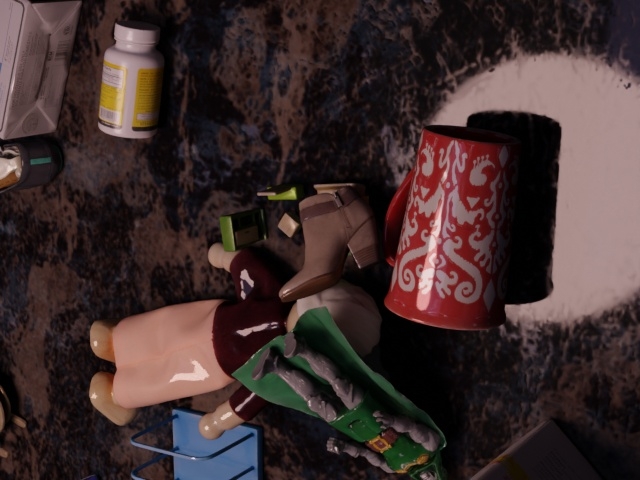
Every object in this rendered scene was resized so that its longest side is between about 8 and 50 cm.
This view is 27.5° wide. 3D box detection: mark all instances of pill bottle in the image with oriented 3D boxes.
[{"bbox_3d":[-0.200,-0.172,1.392,0.065,0.065,0.116,20,112,28],"label":"pill bottle"}]

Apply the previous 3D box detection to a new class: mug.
[{"bbox_3d":[0.110,-0.019,1.202,0.150,0.113,0.169,15,106,28],"label":"mug"}]

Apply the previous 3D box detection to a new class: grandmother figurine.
[{"bbox_3d":[-0.090,0.101,1.369,0.342,0.104,0.207,-12,81,32],"label":"grandmother figurine"}]

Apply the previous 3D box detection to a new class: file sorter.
[{"bbox_3d":[-0.140,0.289,1.440,0.118,0.104,0.170,8,106,32],"label":"file sorter"}]

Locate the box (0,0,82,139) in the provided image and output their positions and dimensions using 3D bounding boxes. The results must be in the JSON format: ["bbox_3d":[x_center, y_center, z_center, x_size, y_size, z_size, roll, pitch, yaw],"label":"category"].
[{"bbox_3d":[-0.422,-0.248,1.504,0.290,0.087,0.169,29,115,25],"label":"box"}]

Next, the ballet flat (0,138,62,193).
[{"bbox_3d":[-0.395,-0.081,1.539,0.203,0.074,0.074,-10,96,35],"label":"ballet flat"}]

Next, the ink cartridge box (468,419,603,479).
[{"bbox_3d":[0.154,0.325,1.157,0.197,0.270,0.198,49,122,12],"label":"ink cartridge box"}]

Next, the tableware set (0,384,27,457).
[{"bbox_3d":[-0.456,0.188,1.663,0.194,0.039,0.128,14,121,36],"label":"tableware set"}]

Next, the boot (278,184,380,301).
[{"bbox_3d":[0.000,0.000,1.264,0.042,0.118,0.087,102,145,-70],"label":"boot"}]

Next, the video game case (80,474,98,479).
[{"bbox_3d":[-0.291,0.460,1.605,0.244,0.061,0.269,-39,80,35],"label":"video game case"}]

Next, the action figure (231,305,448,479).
[{"bbox_3d":[0.041,0.171,1.269,0.232,0.063,0.137,38,129,-20],"label":"action figure"}]

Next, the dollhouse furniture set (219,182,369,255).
[{"bbox_3d":[-0.024,-0.017,1.318,0.152,0.058,0.076,0,102,33],"label":"dollhouse furniture set"}]
